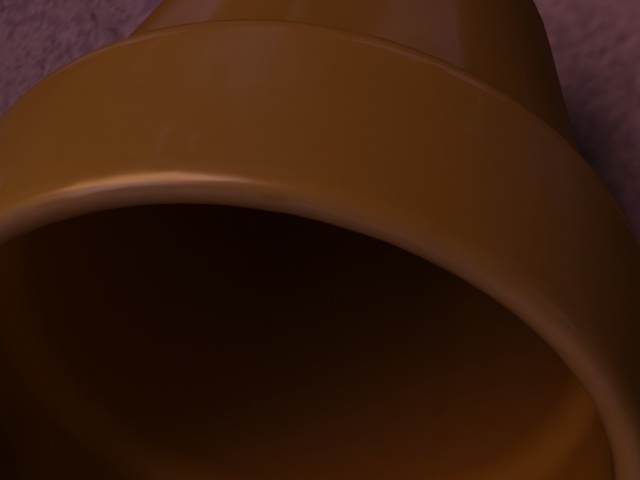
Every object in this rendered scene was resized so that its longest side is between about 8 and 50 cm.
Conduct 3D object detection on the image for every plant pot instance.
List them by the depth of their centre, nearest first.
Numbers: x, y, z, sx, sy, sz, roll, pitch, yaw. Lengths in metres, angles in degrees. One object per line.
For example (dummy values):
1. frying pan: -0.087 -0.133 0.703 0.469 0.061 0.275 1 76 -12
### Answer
1. plant pot: 0.000 0.000 0.541 0.254 0.254 0.239 -21 34 29
